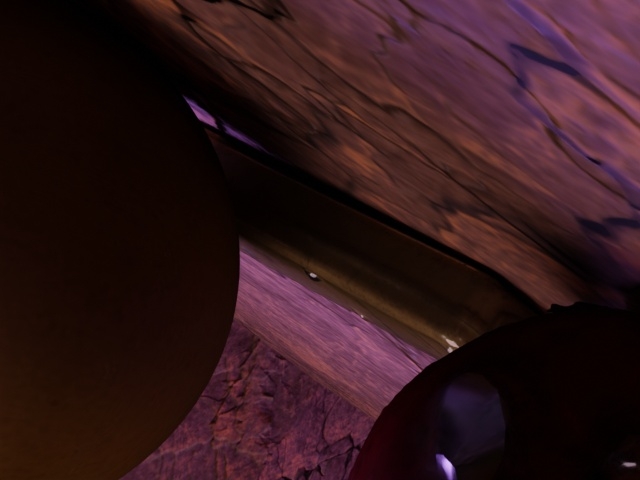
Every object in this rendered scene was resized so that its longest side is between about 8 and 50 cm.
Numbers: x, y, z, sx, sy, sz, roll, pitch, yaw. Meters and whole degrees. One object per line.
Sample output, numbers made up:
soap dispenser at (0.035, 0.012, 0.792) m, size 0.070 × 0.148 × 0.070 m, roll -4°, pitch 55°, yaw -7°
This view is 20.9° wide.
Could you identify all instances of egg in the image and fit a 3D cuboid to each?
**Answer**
egg at (-0.192, -0.004, 0.758) m, size 0.322 × 0.250 × 0.250 m, roll 17°, pitch -178°, yaw -22°

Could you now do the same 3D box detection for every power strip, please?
power strip at (0.000, 0.000, 0.825) m, size 0.305 × 0.044 × 0.064 m, roll 27°, pitch 171°, yaw 48°

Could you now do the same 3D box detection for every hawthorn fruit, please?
hawthorn fruit at (0.090, 0.103, 0.565) m, size 0.185 × 0.185 × 0.202 m, roll 33°, pitch 157°, yaw 21°
